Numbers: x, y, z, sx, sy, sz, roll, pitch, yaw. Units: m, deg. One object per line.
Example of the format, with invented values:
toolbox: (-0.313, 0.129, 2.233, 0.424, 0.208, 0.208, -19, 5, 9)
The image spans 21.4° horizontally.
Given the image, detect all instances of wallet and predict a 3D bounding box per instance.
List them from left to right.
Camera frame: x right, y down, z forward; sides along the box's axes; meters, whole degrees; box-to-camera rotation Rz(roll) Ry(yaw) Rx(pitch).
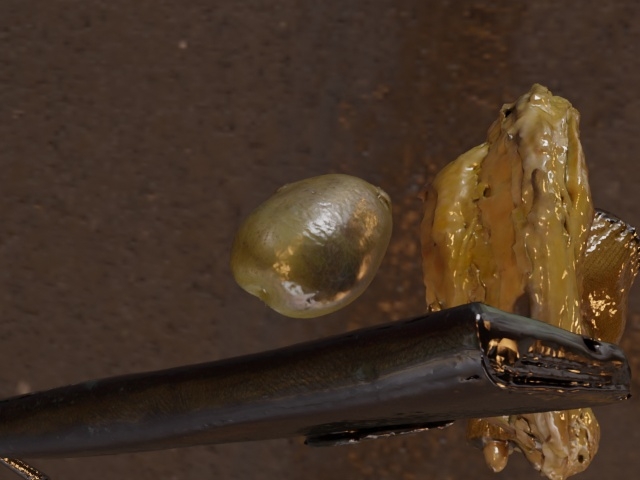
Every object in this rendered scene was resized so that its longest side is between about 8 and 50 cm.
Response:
wallet: (-0.010, 0.083, 0.871, 0.172, 0.318, 0.045, 13, 70, -54)

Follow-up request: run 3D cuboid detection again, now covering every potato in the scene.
potato: (0.000, 0.000, 2.114, 0.251, 0.174, 0.159, -44, 164, -39)

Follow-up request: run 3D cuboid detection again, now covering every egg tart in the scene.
egg tart: (0.164, 0.040, 1.481, 0.352, 0.150, 0.352, -3, 90, -83)

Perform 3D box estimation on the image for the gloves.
gloves: (0.271, 0.123, 2.018, 0.203, 0.155, 0.356, 85, 26, -59)

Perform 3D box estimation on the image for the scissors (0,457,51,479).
scissors: (-0.250, 0.214, 1.508, 0.017, 0.088, 0.220, -56, 146, -11)
